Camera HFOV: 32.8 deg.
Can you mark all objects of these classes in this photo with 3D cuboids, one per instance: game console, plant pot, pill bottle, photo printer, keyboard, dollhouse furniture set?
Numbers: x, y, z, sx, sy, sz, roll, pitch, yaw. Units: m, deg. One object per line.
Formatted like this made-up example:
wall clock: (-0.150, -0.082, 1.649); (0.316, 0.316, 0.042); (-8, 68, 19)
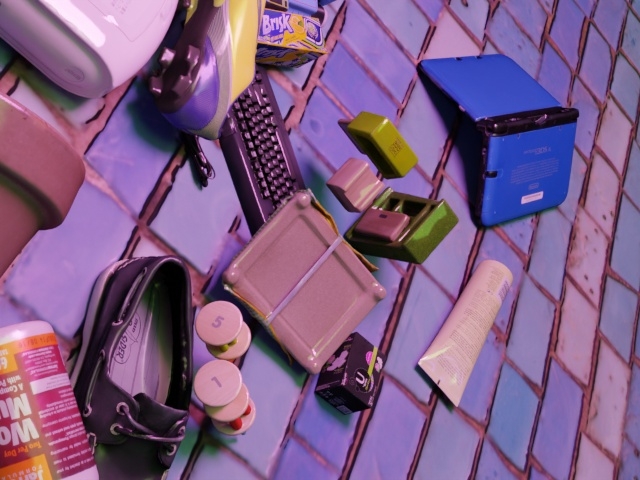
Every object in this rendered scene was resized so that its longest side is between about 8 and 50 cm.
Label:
game console: (0.299, -0.179, 1.863); (0.293, 0.173, 0.250); (-14, 114, -48)
plant pot: (-0.368, -0.015, 0.945); (0.263, 0.263, 0.229); (33, 68, -33)
pill bottle: (-0.278, 0.195, 1.013); (0.121, 0.121, 0.221); (-13, 82, -48)
photo printer: (-0.299, -0.328, 1.237); (0.307, 0.107, 0.256); (41, 47, -27)
keyboard: (-0.111, -0.147, 1.414); (0.201, 0.033, 0.317); (-14, 82, -48)
dollhouse furniture set: (0.000, 0.000, 1.417); (0.301, 0.151, 0.197); (-47, 117, -15)

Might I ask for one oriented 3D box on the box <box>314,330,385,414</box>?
box: (0.039, 0.172, 1.410); (0.062, 0.052, 0.083); (40, 49, -28)

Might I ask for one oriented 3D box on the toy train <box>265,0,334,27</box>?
toy train: (-0.055, -0.354, 1.535); (0.184, 0.080, 0.105); (9, 76, -47)

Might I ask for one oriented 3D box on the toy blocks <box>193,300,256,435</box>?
toy blocks: (-0.102, 0.151, 1.226); (0.148, 0.054, 0.123); (78, 10, -62)

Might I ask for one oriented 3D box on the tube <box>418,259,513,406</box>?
tube: (0.218, 0.128, 1.621); (0.070, 0.062, 0.240); (21, 50, 15)

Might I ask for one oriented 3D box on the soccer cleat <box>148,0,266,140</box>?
soccer cleat: (-0.112, -0.258, 1.345); (0.121, 0.093, 0.289); (41, 67, -45)

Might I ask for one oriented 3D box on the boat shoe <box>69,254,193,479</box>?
boat shoe: (-0.186, 0.166, 1.128); (0.127, 0.113, 0.340); (31, 52, -35)

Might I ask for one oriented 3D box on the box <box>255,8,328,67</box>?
box: (-0.065, -0.273, 1.464); (0.169, 0.059, 0.054); (-6, 78, -55)
